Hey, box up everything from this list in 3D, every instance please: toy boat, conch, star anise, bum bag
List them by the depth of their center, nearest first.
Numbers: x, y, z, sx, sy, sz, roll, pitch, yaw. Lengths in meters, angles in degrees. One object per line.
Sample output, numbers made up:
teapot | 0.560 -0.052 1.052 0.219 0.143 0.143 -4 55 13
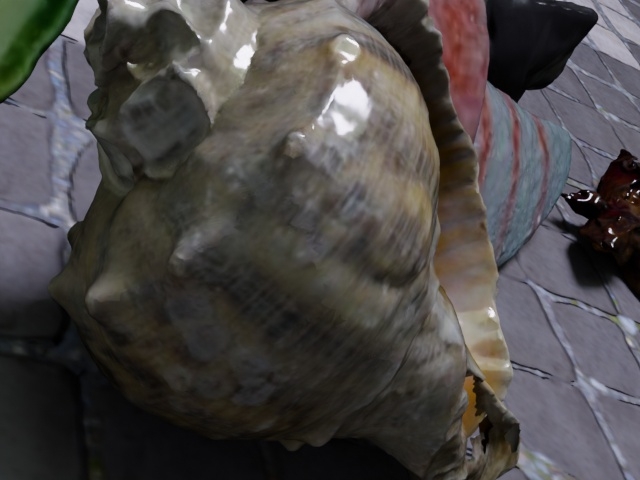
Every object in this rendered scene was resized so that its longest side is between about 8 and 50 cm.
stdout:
conch | -0.016 0.001 0.489 0.210 0.159 0.291 -88 161 -46
toy boat | 0.091 -0.052 0.719 0.282 0.096 0.206 19 70 -55
bum bag | 0.040 -0.149 0.766 0.341 0.144 0.095 14 48 -37
star anise | 0.252 0.001 0.879 0.157 0.053 0.212 44 28 12

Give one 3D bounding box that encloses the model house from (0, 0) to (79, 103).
model house | -0.229 -0.143 0.474 0.189 0.195 0.214 28 4 36
